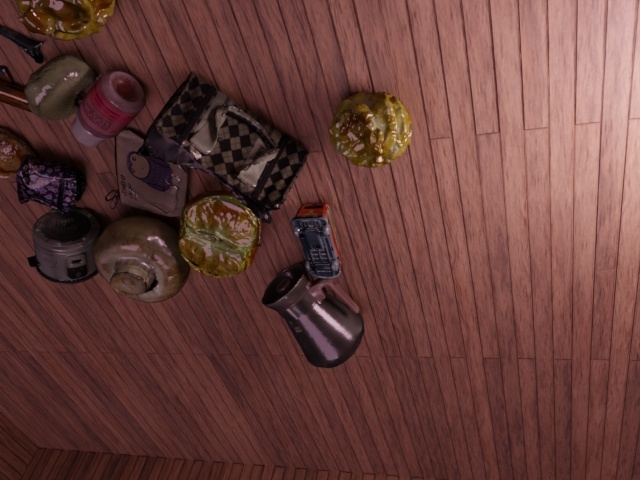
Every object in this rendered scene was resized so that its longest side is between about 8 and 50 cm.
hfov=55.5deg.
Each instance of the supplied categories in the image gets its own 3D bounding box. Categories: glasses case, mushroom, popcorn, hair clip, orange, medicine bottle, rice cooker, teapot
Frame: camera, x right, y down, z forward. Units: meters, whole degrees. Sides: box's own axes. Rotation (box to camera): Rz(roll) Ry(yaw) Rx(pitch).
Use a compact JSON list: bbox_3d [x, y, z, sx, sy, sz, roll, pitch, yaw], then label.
[{"bbox_3d":[-0.912,-0.429,1.863,0.170,0.041,0.064,19,137,-14],"label":"glasses case"},{"bbox_3d":[-0.623,0.073,2.126,0.352,0.260,0.352,3,134,3],"label":"mushroom"},{"bbox_3d":[-0.625,-0.613,1.485,0.224,0.270,0.258,38,176,-16],"label":"popcorn"},{"bbox_3d":[0.136,-0.292,1.611,0.221,0.183,0.204,-9,118,41],"label":"popcorn"},{"bbox_3d":[-0.896,-0.585,1.732,0.229,0.039,0.070,26,134,-3],"label":"hair clip"},{"bbox_3d":[-0.326,-0.037,1.980,0.263,0.196,0.334,5,140,-9],"label":"orange"},{"bbox_3d":[-0.626,-0.377,1.773,0.147,0.147,0.247,40,131,-22],"label":"medicine bottle"},{"bbox_3d":[-0.898,0.026,2.177,0.280,0.241,0.227,-17,140,-30],"label":"rice cooker"},{"bbox_3d":[-0.009,0.260,2.144,0.300,0.253,0.344,-28,116,33],"label":"teapot"}]

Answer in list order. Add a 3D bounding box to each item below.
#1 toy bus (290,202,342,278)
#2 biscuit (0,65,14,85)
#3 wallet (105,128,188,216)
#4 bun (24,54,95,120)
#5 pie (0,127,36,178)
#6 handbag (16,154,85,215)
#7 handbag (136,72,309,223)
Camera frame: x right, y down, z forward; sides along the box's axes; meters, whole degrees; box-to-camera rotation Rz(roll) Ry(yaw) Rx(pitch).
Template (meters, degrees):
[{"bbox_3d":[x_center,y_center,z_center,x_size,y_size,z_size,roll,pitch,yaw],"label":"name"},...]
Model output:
[{"bbox_3d":[0.000,0.000,1.969,0.121,0.120,0.265,-2,132,18],"label":"toy bus"},{"bbox_3d":[-0.984,-0.486,1.859,0.119,0.019,0.130,33,133,-16],"label":"biscuit"},{"bbox_3d":[-0.564,-0.198,1.981,0.275,0.068,0.335,19,134,1],"label":"wallet"},{"bbox_3d":[-0.754,-0.446,1.744,0.212,0.204,0.126,-41,88,5],"label":"bun"},{"bbox_3d":[-1.065,-0.286,2.031,0.205,0.084,0.179,-15,127,24],"label":"pie"},{"bbox_3d":[-0.903,-0.190,2.041,0.208,0.126,0.228,12,144,-19],"label":"handbag"},{"bbox_3d":[-0.253,-0.243,1.670,0.416,0.316,0.180,31,127,-14],"label":"handbag"}]
